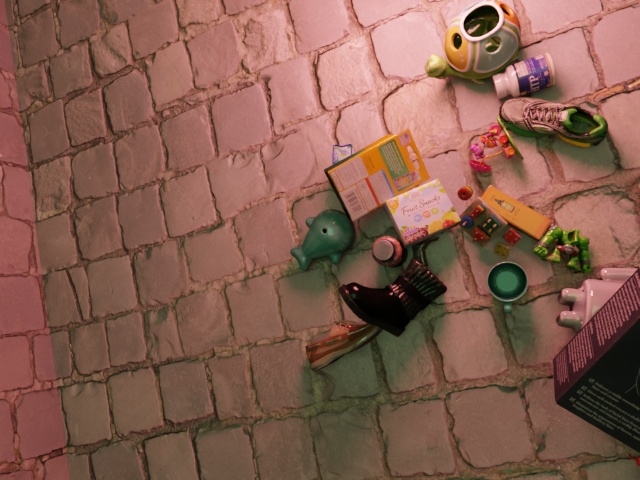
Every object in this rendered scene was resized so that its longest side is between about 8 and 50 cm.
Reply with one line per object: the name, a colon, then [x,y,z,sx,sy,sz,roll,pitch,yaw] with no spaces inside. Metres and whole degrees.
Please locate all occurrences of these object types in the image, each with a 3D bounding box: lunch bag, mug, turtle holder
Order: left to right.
lunch bag: [0.098,-0.273,1.863,0.096,0.129,0.151,3,86,20]
turtle holder: [0.515,-0.685,1.699,0.320,0.227,0.243,-3,85,19]
mug: [0.615,0.148,1.665,0.129,0.097,0.158,33,97,18]

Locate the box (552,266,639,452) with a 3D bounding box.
box: [0.866,0.325,1.322,0.293,0.212,0.395,31,121,8]

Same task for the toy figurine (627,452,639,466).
toy figurine: [1.021,0.644,1.472,0.362,0.217,0.191,-30,53,-29]

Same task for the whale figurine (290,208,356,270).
whale figurine: [0.000,0.000,1.868,0.272,0.141,0.216,-36,76,14]

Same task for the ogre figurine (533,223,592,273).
ogre figurine: [0.795,0.025,1.610,0.197,0.097,0.118,18,83,14]

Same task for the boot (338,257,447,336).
boot: [0.247,0.164,1.695,0.260,0.348,0.131,-48,40,14]

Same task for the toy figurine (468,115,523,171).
toy figurine: [0.577,-0.311,1.707,0.159,0.130,0.173,-31,89,24]

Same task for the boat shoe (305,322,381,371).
boat shoe: [0.078,0.361,1.826,0.324,0.123,0.116,-32,74,13]

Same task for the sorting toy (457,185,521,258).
sorting toy: [0.544,-0.049,1.693,0.274,0.046,0.132,46,136,11]

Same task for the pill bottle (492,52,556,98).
pill bottle: [0.687,-0.550,1.690,0.186,0.112,0.112,-16,81,18]

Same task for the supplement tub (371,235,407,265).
supplement tub: [0.241,0.040,1.751,0.106,0.198,0.106,-2,84,19]

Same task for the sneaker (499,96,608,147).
sneaker: [0.763,-0.409,1.634,0.343,0.146,0.134,17,91,20]

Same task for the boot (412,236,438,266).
boot: [0.379,0.046,1.787,0.106,0.037,0.114,-10,79,31]

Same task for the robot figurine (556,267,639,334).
robot figurine: [0.910,0.225,1.502,0.353,0.200,0.300,7,80,20]

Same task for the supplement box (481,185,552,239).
supplement box: [0.652,-0.091,1.684,0.233,0.080,0.078,35,97,17]

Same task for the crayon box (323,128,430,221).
crayon box: [0.201,-0.235,1.773,0.323,0.083,0.203,-29,108,-3]

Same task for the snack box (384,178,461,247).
snack box: [0.352,-0.094,1.738,0.207,0.070,0.175,-22,75,-3]
